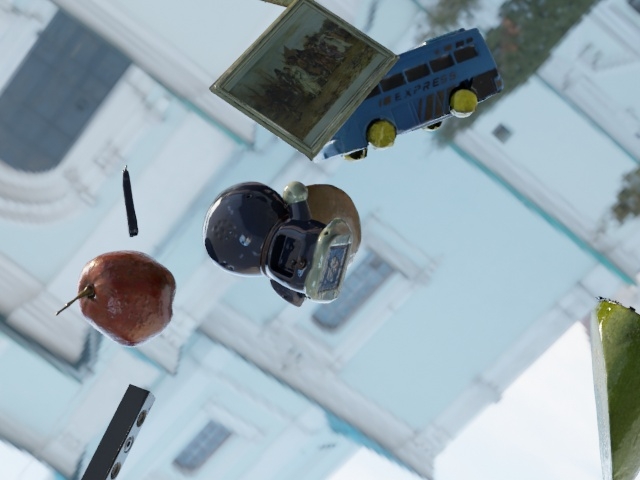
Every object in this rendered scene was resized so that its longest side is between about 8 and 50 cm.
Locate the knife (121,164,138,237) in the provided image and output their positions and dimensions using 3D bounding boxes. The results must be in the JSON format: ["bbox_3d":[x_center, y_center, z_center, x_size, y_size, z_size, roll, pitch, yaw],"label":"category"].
[{"bbox_3d":[-0.320,-0.066,2.007,0.031,0.018,0.121,-171,72,-78],"label":"knife"}]

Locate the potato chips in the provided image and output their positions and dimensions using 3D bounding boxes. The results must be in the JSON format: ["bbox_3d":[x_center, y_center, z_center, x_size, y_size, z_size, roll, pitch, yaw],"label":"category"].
[{"bbox_3d":[0.000,-0.001,2.084,0.062,0.195,0.208,24,160,51],"label":"potato chips"}]

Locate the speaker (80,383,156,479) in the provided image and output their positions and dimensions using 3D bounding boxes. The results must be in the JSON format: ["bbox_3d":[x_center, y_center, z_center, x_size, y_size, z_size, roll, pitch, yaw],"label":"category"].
[{"bbox_3d":[-0.350,0.344,2.077,0.046,0.191,0.040,18,159,18],"label":"speaker"}]

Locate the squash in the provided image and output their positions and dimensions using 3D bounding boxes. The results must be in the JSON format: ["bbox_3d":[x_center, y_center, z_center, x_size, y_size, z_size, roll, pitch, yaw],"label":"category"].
[{"bbox_3d":[0.430,0.240,1.810,0.189,0.260,0.189,33,174,4],"label":"squash"}]

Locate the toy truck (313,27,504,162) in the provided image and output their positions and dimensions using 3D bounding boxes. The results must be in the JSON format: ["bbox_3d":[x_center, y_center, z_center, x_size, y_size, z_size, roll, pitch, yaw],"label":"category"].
[{"bbox_3d":[0.144,-0.263,2.234,0.162,0.385,0.161,68,158,-4],"label":"toy truck"}]

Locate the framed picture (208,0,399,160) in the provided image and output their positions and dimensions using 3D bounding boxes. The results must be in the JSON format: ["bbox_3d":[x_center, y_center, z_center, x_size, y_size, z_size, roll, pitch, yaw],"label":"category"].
[{"bbox_3d":[-0.024,-0.280,1.998,0.217,0.017,0.274,33,-118,8],"label":"framed picture"}]

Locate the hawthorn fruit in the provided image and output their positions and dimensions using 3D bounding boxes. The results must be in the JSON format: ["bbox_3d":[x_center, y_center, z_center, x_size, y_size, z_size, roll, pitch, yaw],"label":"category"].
[{"bbox_3d":[-0.340,0.086,1.978,0.203,0.163,0.163,20,-151,-42],"label":"hawthorn fruit"}]

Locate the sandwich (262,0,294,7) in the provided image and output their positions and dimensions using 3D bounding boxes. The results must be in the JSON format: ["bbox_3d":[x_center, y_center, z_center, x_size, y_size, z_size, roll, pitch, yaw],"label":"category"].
[{"bbox_3d":[-0.134,-0.499,2.193,0.244,0.090,0.088,24,-160,5],"label":"sandwich"}]

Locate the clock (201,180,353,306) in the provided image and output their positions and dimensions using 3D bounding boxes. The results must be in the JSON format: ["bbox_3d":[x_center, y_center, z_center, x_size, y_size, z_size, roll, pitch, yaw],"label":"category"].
[{"bbox_3d":[-0.074,-0.004,1.925,0.243,0.200,0.146,22,-163,22],"label":"clock"}]
